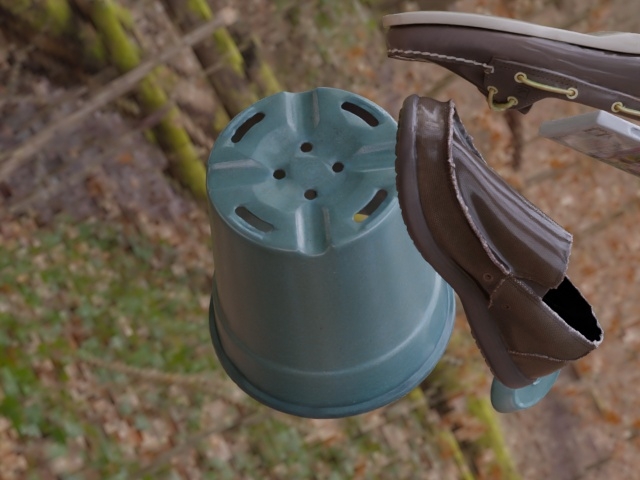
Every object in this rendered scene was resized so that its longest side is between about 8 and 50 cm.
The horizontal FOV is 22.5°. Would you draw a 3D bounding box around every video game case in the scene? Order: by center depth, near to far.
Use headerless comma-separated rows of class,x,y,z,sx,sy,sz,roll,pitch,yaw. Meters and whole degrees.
video game case,0.411,-0.126,2.171,0.183,0.023,0.201,22,-6,-13

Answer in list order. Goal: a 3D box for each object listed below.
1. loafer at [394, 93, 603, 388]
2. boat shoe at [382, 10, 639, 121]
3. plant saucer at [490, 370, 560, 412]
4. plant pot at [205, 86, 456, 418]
loafer,0.181,-0.008,1.581,0.366,0.130,0.134,57,28,-38
boat shoe,0.220,-0.175,1.646,0.116,0.324,0.096,-110,-154,-82
plant saucer,0.240,0.149,1.832,0.021,0.119,0.119,33,-6,35
plant pot,0.000,0.000,2.073,0.334,0.341,0.341,81,-6,-55
